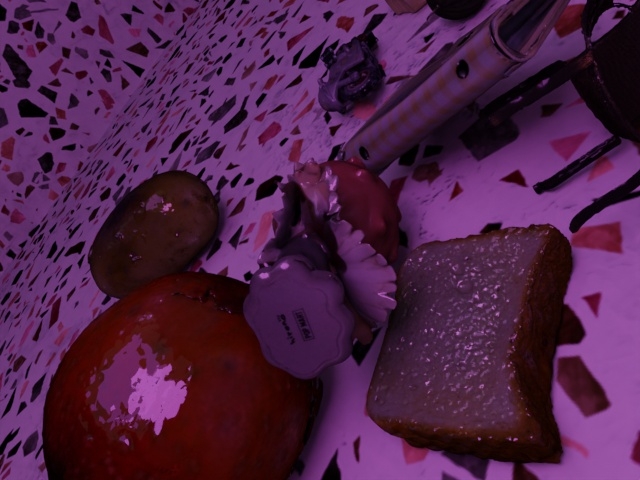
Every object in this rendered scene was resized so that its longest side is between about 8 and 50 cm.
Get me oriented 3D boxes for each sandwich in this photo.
[{"bbox_3d":[0.146,0.094,0.529,0.186,0.065,0.215,-9,52,45],"label":"sandwich"}]

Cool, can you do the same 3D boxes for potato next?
[{"bbox_3d":[-0.329,-0.012,1.073,0.307,0.173,0.210,-45,37,5],"label":"potato"}]

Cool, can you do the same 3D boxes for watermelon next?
[{"bbox_3d":[0.210,-0.399,0.866,0.133,0.105,0.105,-55,35,-7],"label":"watermelon"}]

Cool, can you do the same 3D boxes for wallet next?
[{"bbox_3d":[0.158,-0.195,0.646,0.223,0.077,0.309,-45,7,-28],"label":"wallet"}]

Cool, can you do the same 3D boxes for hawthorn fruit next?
[{"bbox_3d":[-0.153,0.187,0.602,0.316,0.316,0.316,-29,40,29],"label":"hawthorn fruit"}]

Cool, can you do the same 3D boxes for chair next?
[{"bbox_3d":[0.268,-0.133,0.507,0.213,0.174,0.149,-39,7,15],"label":"chair"}]

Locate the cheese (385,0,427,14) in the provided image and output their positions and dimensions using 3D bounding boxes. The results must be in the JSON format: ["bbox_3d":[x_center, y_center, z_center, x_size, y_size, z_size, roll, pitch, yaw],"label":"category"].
[{"bbox_3d":[0.226,-0.512,0.997,0.255,0.050,0.127,-30,40,28],"label":"cheese"}]

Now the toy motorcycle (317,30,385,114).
[{"bbox_3d":[0.054,-0.300,0.983,0.122,0.080,0.215,-29,35,26],"label":"toy motorcycle"}]

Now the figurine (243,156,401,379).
[{"bbox_3d":[0.007,-0.004,0.621,0.166,0.207,0.387,-19,19,14],"label":"figurine"}]

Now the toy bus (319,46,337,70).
[{"bbox_3d":[0.025,-0.361,1.102,0.031,0.037,0.083,-40,35,17],"label":"toy bus"}]
